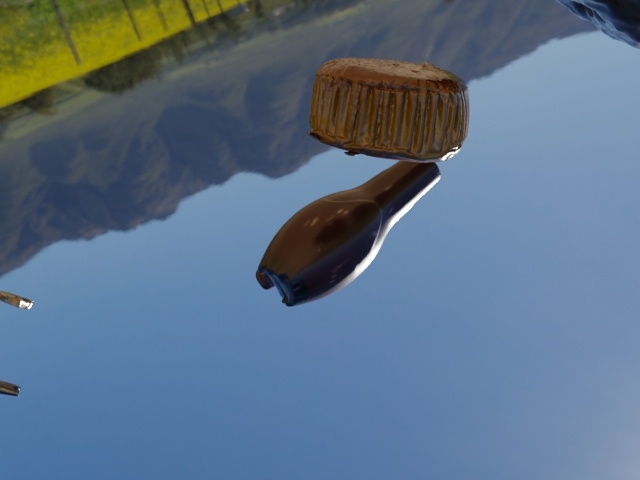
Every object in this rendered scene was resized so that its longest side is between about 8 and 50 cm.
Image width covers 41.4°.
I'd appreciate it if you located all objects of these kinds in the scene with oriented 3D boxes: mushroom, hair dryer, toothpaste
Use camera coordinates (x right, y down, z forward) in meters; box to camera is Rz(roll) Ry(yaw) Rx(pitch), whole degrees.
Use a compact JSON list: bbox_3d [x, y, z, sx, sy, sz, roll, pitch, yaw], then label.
[{"bbox_3d":[-0.513,0.099,1.409,0.049,0.019,0.101,18,171,15],"label":"mushroom"},{"bbox_3d":[0.000,0.000,1.302,0.312,0.123,0.340,-39,-175,-28],"label":"hair dryer"},{"bbox_3d":[-0.467,0.204,1.198,0.083,0.019,0.027,16,-165,-12],"label":"toothpaste"}]

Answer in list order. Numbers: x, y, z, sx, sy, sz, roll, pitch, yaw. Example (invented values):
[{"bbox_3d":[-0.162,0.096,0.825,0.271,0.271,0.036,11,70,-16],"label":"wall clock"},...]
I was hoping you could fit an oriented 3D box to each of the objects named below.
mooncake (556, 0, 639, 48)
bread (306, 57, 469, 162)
[{"bbox_3d":[0.372,-0.375,1.097,0.161,0.290,0.290,-53,-171,14],"label":"mooncake"},{"bbox_3d":[0.082,-0.156,0.971,0.199,0.104,0.199,7,-164,-2],"label":"bread"}]
